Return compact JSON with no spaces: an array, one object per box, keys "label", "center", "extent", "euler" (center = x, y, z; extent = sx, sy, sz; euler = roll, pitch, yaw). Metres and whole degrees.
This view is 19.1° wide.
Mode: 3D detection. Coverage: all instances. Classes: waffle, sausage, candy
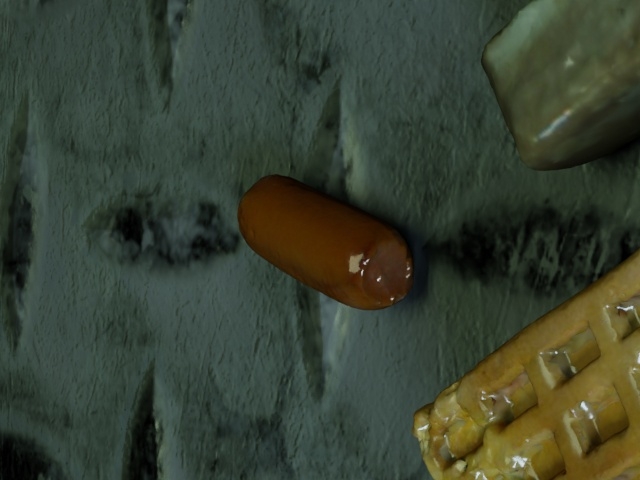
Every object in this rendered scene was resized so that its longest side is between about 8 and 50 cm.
[{"label":"waffle","center":[0.203,0.128,1.146],"extent":[0.327,0.098,0.224],"euler":[-39,58,39]},{"label":"sausage","center":[0.000,0.000,1.532],"extent":[0.197,0.076,0.076],"euler":[26,107,49]},{"label":"candy","center":[0.212,-0.142,1.271],"extent":[0.234,0.102,0.104],"euler":[-42,57,42]}]
